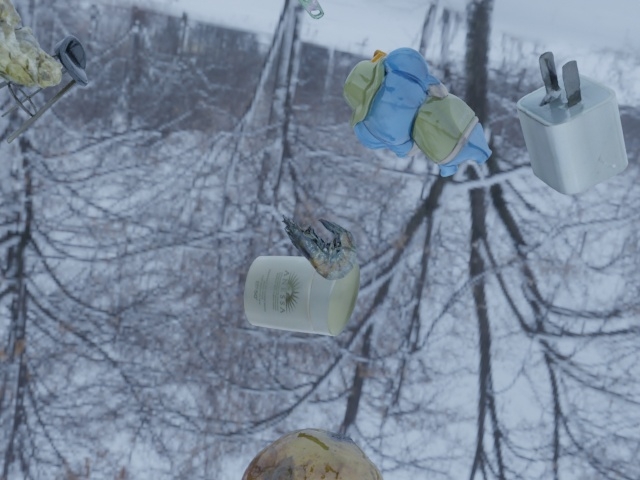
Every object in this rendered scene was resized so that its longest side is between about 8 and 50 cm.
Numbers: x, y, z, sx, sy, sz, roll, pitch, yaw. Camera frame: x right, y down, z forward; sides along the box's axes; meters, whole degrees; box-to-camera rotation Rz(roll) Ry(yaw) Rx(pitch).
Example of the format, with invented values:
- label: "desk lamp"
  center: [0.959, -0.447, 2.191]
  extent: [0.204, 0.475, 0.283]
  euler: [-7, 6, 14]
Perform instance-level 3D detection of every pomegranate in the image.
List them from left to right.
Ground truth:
- label: "pomegranate"
  center: [-0.011, 0.546, 1.765]
  extent: [0.322, 0.322, 0.322]
  euler: [9, -168, -2]

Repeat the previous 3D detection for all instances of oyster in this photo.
- label: "oyster"
  center: [-0.580, -0.385, 1.432]
  extent: [0.351, 0.115, 0.238]
  euler: [46, -179, -28]

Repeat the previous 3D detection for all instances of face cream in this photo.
- label: "face cream"
  center: [-0.047, 0.123, 1.952]
  extent: [0.081, 0.173, 0.349]
  euler: [10, 174, -39]

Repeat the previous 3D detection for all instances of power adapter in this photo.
- label: "power adapter"
  center: [0.384, -0.195, 1.322]
  extent: [0.125, 0.205, 0.130]
  euler: [-27, -146, -5]

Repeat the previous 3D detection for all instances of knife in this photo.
- label: "knife"
  center: [-0.038, -0.384, 1.255]
  extent: [0.014, 0.030, 0.207]
  euler: [43, -178, 29]

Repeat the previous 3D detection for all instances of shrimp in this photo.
- label: "shrimp"
  center: [0.000, 0.000, 1.488]
  extent: [0.161, 0.091, 0.034]
  euler: [42, 174, 23]

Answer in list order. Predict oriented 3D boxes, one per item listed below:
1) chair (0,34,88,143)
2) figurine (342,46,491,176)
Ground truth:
- label: "chair"
  center: [-0.526, -0.285, 1.608]
  extent: [0.095, 0.221, 0.104]
  euler: [53, -177, 11]
- label: "figurine"
  center: [0.153, -0.202, 1.435]
  extent: [0.262, 0.154, 0.180]
  euler: [44, 160, -5]
